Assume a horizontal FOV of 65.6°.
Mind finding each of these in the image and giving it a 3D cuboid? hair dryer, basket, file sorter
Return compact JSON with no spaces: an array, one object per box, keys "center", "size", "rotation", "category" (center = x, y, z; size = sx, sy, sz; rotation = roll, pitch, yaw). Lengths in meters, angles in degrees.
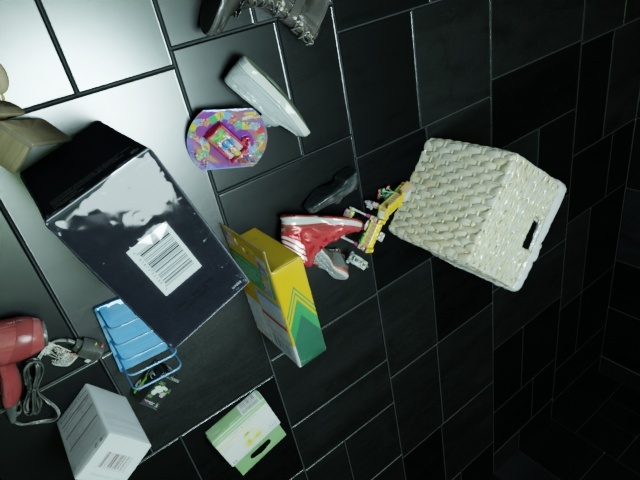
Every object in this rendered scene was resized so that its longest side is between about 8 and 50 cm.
[{"center":[-0.573,0.244,0.917],"size":[0.293,0.080,0.224],"rotation":[40,84,-41],"category":"hair dryer"},{"center":[0.427,-0.081,1.386],"size":[0.266,0.331,0.328],"rotation":[19,96,-39],"category":"basket"},{"center":[-0.375,0.205,1.037],"size":[0.118,0.104,0.170],"rotation":[-24,123,-27],"category":"file sorter"}]

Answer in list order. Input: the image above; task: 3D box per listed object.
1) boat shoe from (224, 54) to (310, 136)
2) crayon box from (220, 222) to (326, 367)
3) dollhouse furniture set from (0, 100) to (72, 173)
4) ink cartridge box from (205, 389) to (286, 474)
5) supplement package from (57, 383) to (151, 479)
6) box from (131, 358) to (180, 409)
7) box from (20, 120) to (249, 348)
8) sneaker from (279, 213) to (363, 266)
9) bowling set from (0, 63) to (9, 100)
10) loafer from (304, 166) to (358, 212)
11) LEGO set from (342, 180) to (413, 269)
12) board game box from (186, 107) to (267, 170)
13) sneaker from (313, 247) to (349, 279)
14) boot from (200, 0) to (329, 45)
[{"center":[-0.112,-0.288,1.056],"size":[0.081,0.079,0.227],"rotation":[-37,133,15],"category":"boat shoe"},{"center":[-0.105,0.108,1.137],"size":[0.083,0.203,0.323],"rotation":[-30,125,-25],"category":"crayon box"},{"center":[-0.526,-0.142,0.797],"size":[0.144,0.123,0.151],"rotation":[36,103,-9],"category":"dollhouse furniture set"},{"center":[-0.187,0.544,1.365],"size":[0.171,0.056,0.235],"rotation":[-38,126,-20],"category":"ink cartridge box"},{"center":[-0.445,0.395,1.014],"size":[0.105,0.179,0.105],"rotation":[40,83,-41],"category":"supplement package"},{"center":[-0.371,0.325,1.119],"size":[0.083,0.062,0.052],"rotation":[-51,132,-9],"category":"box"},{"center":[-0.320,-0.023,0.854],"size":[0.183,0.294,0.296],"rotation":[-42,129,-17],"category":"box"},{"center":[0.000,0.000,1.235],"size":[0.221,0.087,0.128],"rotation":[2,96,-22],"category":"sneaker"},{"center":[-0.538,-0.322,0.649],"size":[0.200,0.154,0.287],"rotation":[-18,119,-31],"category":"bowling set"},{"center":[0.034,-0.114,1.245],"size":[0.170,0.062,0.061],"rotation":[-36,132,-18],"category":"loafer"},{"center":[0.136,-0.069,1.340],"size":[0.287,0.107,0.132],"rotation":[-59,157,-11],"category":"LEGO set"},{"center":[-0.186,-0.200,1.020],"size":[0.168,0.033,0.133],"rotation":[-8,128,-22],"category":"board game box"},{"center":[0.024,0.044,1.321],"size":[0.158,0.061,0.065],"rotation":[45,53,-41],"category":"sneaker"},{"center":[-0.090,-0.463,0.977],"size":[0.229,0.091,0.263],"rotation":[30,88,-41],"category":"boot"}]
